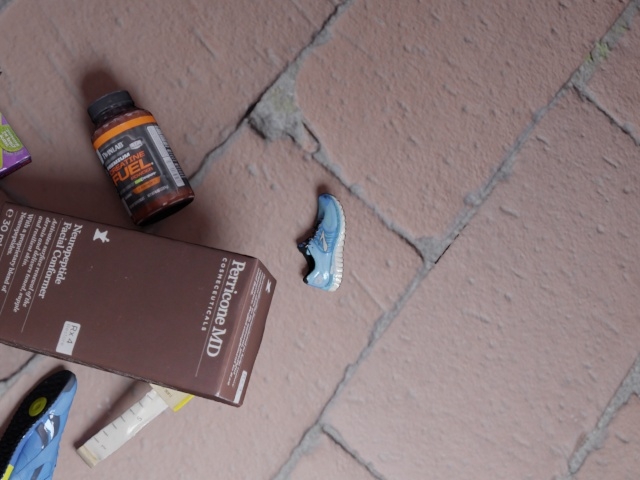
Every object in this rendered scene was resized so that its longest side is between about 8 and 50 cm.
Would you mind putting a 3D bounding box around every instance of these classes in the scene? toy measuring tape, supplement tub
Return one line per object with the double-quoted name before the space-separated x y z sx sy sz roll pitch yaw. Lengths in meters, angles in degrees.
"toy measuring tape" -0.218 0.212 1.253 0.330 0.121 0.121 -40 93 2
"supplement tub" -0.281 -0.127 1.279 0.106 0.106 0.197 -28 88 -19

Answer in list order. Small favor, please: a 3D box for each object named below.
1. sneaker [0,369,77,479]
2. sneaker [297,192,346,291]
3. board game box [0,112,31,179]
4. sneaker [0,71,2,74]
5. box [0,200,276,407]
"sneaker" -0.403 0.287 1.195 0.082 0.069 0.209 49 57 -38
"sneaker" 0.000 0.000 1.360 0.073 0.063 0.162 4 78 -12
"board game box" -0.613 -0.210 1.229 0.208 0.056 0.346 -34 91 -15
"sneaker" -0.573 -0.290 1.197 0.237 0.085 0.086 32 99 -13
"box" -0.273 0.088 1.150 0.382 0.143 0.191 12 75 10
